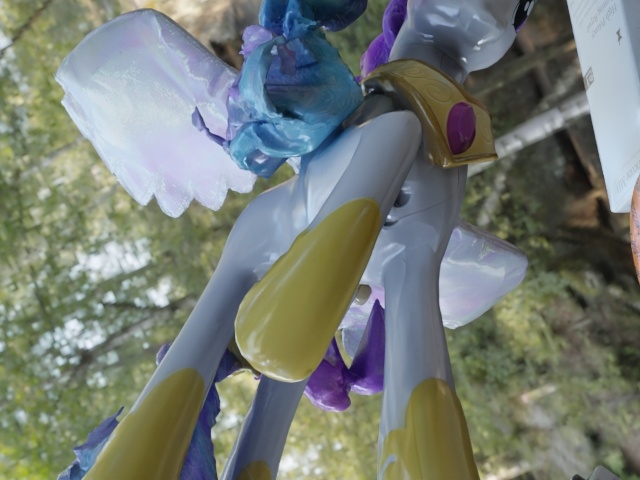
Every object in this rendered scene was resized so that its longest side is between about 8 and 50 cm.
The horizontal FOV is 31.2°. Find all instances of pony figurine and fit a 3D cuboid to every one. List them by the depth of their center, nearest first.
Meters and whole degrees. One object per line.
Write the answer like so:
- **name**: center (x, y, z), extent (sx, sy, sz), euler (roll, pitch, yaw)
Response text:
- **pony figurine**: center (0.000, 0.000, 0.578), extent (0.302, 0.351, 0.364), euler (31, -126, -16)

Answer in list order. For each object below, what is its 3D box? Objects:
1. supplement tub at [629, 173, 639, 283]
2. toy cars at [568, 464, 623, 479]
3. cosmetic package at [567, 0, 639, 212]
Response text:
- **supplement tub**: center (0.419, -0.019, 0.845), extent (0.207, 0.337, 0.207), euler (166, 90, -81)
- **toy cars**: center (0.337, 0.260, 1.010), extent (0.393, 0.087, 0.176), euler (6, -141, -28)
- **cosmetic package**: center (0.287, -0.152, 1.005), extent (0.117, 0.085, 0.231), euler (106, 160, -71)
